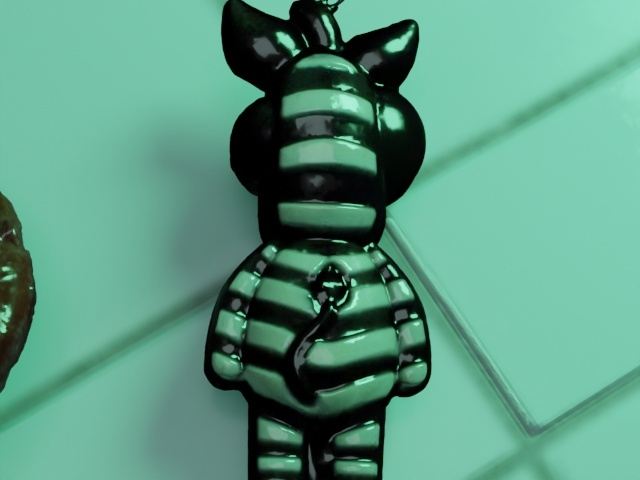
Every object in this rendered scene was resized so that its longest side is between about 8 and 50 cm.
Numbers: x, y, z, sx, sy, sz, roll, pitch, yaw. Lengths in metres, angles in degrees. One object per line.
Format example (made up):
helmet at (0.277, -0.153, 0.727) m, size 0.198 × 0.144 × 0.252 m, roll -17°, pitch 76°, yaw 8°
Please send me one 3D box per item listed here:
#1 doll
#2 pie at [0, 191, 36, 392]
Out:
doll at (0.000, 0.000, 0.493) m, size 0.091 × 0.067 × 0.219 m, roll 2°, pitch 77°, yaw -4°
pie at (-0.202, 0.027, 0.465) m, size 0.182 × 0.049 × 0.182 m, roll 4°, pitch 53°, yaw -6°
